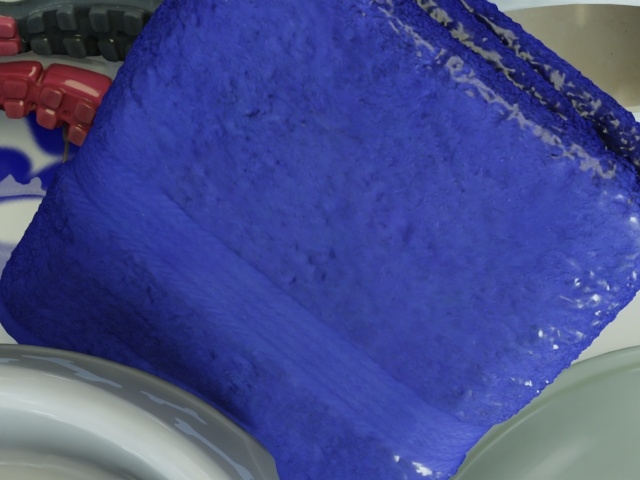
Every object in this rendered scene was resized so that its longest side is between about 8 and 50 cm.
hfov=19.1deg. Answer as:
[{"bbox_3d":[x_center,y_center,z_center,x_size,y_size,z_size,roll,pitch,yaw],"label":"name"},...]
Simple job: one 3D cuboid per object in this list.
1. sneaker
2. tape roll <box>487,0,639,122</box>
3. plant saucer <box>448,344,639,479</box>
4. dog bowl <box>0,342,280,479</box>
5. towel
[{"bbox_3d":[-0.158,-0.115,0.933,0.299,0.121,0.112,14,42,1],"label":"sneaker"},{"bbox_3d":[0.127,-0.125,0.875,0.286,0.286,0.100,5,76,-6],"label":"tape roll"},{"bbox_3d":[0.207,0.236,0.887,0.400,0.100,0.400,2,76,-7],"label":"plant saucer"},{"bbox_3d":[-0.145,0.208,0.786,0.348,0.102,0.349,0,79,2],"label":"dog bowl"},{"bbox_3d":[0.000,0.000,0.824,0.227,0.308,0.076,37,46,0],"label":"towel"}]
